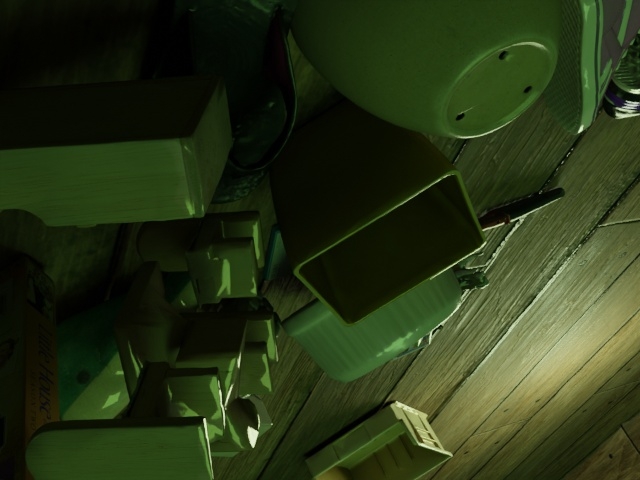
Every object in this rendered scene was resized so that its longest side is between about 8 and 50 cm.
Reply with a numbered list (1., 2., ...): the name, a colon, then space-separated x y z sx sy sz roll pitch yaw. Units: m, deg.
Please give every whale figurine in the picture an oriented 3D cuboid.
1. whale figurine: -0.259 0.120 1.154 0.272 0.141 0.216 -49 179 -5

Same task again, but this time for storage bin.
1. storage bin: 0.136 0.511 2.061 0.262 0.123 0.260 -36 150 12

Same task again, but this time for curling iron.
1. curling iron: 0.298 -0.045 1.447 0.273 0.035 0.068 -14 147 -24

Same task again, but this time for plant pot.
1. plant pot: 0.052 -0.051 1.079 0.212 0.187 0.212 -32 151 4
2. plant pot: 0.133 -0.217 0.896 0.284 0.191 0.284 -21 149 -13

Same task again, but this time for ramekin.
1. ramekin: 0.085 0.098 1.288 0.272 0.127 0.273 -34 178 -1

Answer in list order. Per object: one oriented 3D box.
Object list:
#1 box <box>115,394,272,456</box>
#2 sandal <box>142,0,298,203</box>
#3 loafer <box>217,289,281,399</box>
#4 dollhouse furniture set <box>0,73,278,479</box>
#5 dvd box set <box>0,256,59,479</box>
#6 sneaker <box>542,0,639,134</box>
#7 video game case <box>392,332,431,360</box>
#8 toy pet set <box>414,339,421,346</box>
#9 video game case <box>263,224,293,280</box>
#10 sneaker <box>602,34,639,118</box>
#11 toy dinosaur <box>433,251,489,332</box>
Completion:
1. box: -0.214 0.295 1.470 0.113 0.094 0.275 -40 149 19
2. sandal: -0.089 -0.164 0.869 0.167 0.107 0.446 -16 148 -21
3. loafer: -0.138 0.161 1.196 0.111 0.112 0.319 -34 -176 16
4. dollhouse furniture set: -0.200 0.067 0.813 0.256 0.362 0.394 -2 118 5
5. dvd box set: -0.406 0.232 0.898 0.307 0.420 0.062 -32 128 5
6. sneaker: 0.379 -0.258 1.134 0.161 0.102 0.282 -28 150 -9
7. video game case: 0.181 0.192 1.729 0.087 0.011 0.122 -22 149 -13
8. toy pet set: 0.176 0.138 1.619 0.114 0.065 0.122 -57 163 -25
9. video game case: 0.000 0.000 1.284 0.166 0.015 0.119 -15 146 -23
10. sneaker: 0.534 -0.258 1.276 0.293 0.102 0.146 -20 155 -8
11. toy dinosaur: 0.122 0.103 1.476 0.313 0.121 0.160 -21 137 -5
